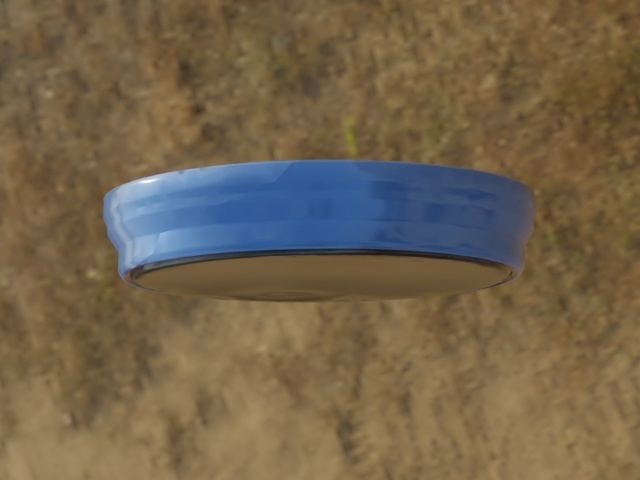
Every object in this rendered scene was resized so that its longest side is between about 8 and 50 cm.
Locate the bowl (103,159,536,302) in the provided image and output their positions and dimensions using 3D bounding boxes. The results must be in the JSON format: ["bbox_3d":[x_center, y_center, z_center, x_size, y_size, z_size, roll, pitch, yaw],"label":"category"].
[{"bbox_3d":[0.000,0.000,1.781,0.391,0.391,0.077,-13,75,53],"label":"bowl"}]
